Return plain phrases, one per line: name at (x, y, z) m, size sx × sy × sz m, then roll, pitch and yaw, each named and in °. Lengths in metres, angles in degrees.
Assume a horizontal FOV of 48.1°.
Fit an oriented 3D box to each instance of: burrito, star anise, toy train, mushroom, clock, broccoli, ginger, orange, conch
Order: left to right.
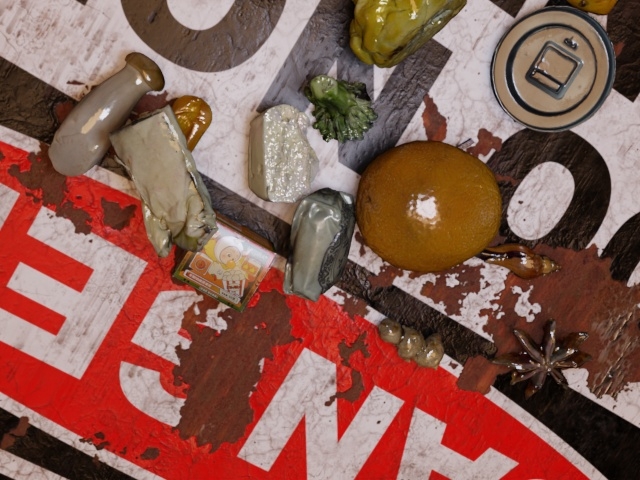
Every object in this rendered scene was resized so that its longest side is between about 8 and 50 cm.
mushroom at (-0.511, -0.294, 1.688) m, size 0.128 × 0.128 × 0.350 m, roll 44°, pitch 89°, yaw -14°
burrito at (-0.345, -0.133, 1.640) m, size 0.190 × 0.135 × 0.332 m, roll -15°, pitch 105°, yaw 19°
broccoli at (0.036, -0.319, 1.665) m, size 0.164 × 0.304 × 0.146 m, roll -9°, pitch 83°, yaw 11°
ginger at (0.241, 0.274, 1.932) m, size 0.204 × 0.080 × 0.104 m, roll 24°, pitch 84°, yaw -14°
orange at (0.267, -0.080, 1.743) m, size 0.356 × 0.322 × 0.322 m, roll 3°, pitch 102°, yaw -19°
toy train at (0.360, -0.239, 1.865) m, size 0.083 × 0.017 × 0.017 m, roll -30°, pitch 102°, yaw 0°
conch at (0.534, 0.053, 1.920) m, size 0.232 × 0.080 × 0.086 m, roll 23°, pitch 91°, yaw -11°
star anise at (0.615, 0.331, 1.990) m, size 0.287 × 0.088 × 0.289 m, roll -2°, pitch 116°, yaw -4°
clock at (0.580, -0.429, 1.808) m, size 0.312 × 0.061 × 0.313 m, roll 0°, pitch 101°, yaw 1°

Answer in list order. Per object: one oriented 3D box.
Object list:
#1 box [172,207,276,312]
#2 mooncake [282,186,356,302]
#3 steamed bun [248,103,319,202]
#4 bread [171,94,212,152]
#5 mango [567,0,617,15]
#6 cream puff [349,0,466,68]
box at (-0.237, 0.046, 1.783) m, size 0.194 × 0.148 × 0.178 m, roll 31°, pitch 96°, yaw -13°
mooncake at (0.005, 0.001, 1.743) m, size 0.136 × 0.254 × 0.250 m, roll 15°, pitch 110°, yaw 7°
steamed bun at (-0.082, -0.214, 1.724) m, size 0.170 × 0.200 × 0.226 m, roll -4°, pitch 103°, yaw -20°
bread at (-0.351, -0.241, 1.734) m, size 0.102 × 0.094 × 0.246 m, roll 35°, pitch 98°, yaw -9°
mango at (0.652, -0.672, 1.737) m, size 0.166 × 0.136 × 0.236 m, roll 10°, pitch 74°, yaw -14°
cream puff at (0.178, -0.576, 1.643) m, size 0.324 × 0.291 × 0.257 m, roll -39°, pitch 84°, yaw 29°
